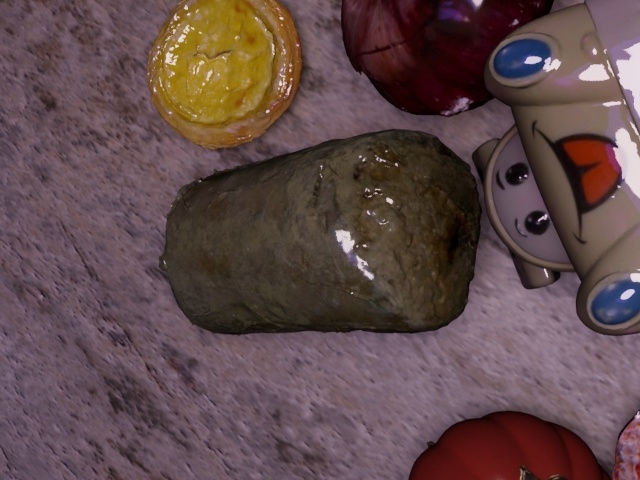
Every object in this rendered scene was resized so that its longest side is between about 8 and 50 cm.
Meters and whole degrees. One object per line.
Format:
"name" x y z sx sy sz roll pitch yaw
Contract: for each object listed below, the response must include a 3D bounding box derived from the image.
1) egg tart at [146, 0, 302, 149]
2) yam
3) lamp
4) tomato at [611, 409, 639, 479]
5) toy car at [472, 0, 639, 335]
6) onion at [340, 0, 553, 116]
"egg tart" -0.102 -0.196 0.999 0.191 0.074 0.191 1 93 20
"yam" 0.000 0.000 0.866 0.300 0.195 0.195 -7 91 42
"lamp" 0.184 0.278 0.845 0.227 0.227 0.226 1 94 21
"tomato" 0.382 0.234 0.810 0.225 0.085 0.224 -7 64 14
"toy car" 0.224 -0.053 0.745 0.226 0.336 0.242 -22 86 22
"onion" 0.139 -0.239 0.844 0.252 0.219 0.252 -38 45 52
